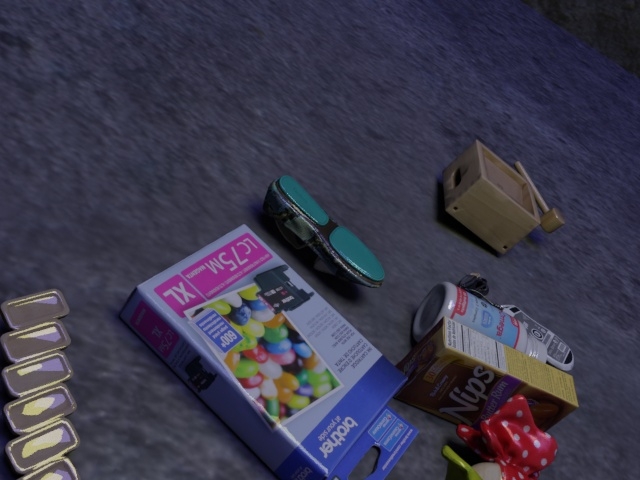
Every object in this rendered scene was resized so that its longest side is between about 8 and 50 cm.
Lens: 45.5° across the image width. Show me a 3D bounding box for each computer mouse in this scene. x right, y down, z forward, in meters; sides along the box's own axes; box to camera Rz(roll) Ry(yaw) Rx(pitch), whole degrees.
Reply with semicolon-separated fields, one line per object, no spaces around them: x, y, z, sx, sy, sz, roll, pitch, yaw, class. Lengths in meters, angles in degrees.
0.263;0.124;1.063;0.193;0.042;0.106;40;32;13;computer mouse

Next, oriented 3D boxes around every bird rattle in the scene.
0.178;0.291;0.787;0.253;0.143;0.207;-2;62;-57;bird rattle

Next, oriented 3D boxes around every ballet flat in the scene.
0.000;0.000;0.966;0.188;0.070;0.070;47;38;7;ballet flat

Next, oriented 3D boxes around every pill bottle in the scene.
0.205;0.124;0.975;0.160;0.087;0.087;28;38;-12;pill bottle

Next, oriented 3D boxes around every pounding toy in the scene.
0.300;-0.060;1.253;0.206;0.094;0.181;36;31;-17;pounding toy

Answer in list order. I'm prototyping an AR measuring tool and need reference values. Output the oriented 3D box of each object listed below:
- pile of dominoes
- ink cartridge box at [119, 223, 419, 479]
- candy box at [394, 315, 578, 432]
-0.297;0.147;0.612;0.196;0.040;0.251;7;54;-35;pile of dominoes
-0.035;0.131;0.802;0.311;0.065;0.186;45;38;8;ink cartridge box
0.192;0.172;0.896;0.186;0.109;0.053;26;38;-13;candy box
